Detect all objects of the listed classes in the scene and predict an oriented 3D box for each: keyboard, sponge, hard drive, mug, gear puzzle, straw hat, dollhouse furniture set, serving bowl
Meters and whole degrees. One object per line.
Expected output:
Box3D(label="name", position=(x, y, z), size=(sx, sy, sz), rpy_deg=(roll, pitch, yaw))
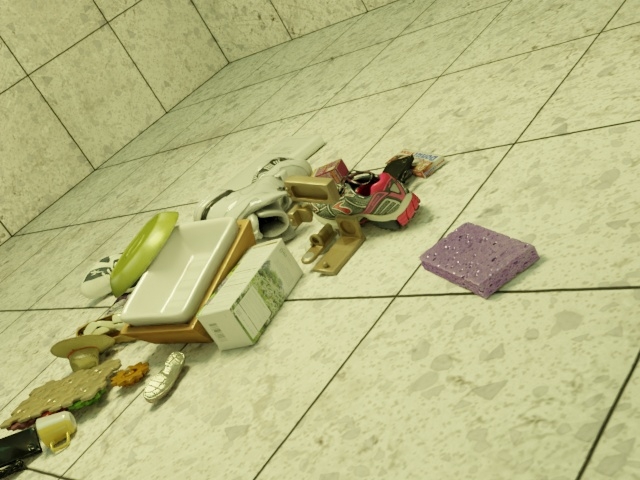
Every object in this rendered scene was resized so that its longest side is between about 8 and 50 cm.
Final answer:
Box3D(label="keyboard", position=(0.155, -0.120, 1.903), size=(0.108, 0.023, 0.180), rpy_deg=(-14, 37, 49))
Box3D(label="sponge", position=(0.263, 0.029, 1.463), size=(0.117, 0.031, 0.210), rpy_deg=(-36, 22, -11))
Box3D(label="hard drive", position=(-0.153, -0.204, 2.486), size=(0.307, 0.040, 0.203), rpy_deg=(-41, 24, -23))
Box3D(label="mug", position=(-0.521, 0.379, 1.721), size=(0.064, 0.078, 0.062), rpy_deg=(-24, -11, -5))
Box3D(label="gear puzzle", position=(-0.500, 0.321, 1.825), size=(0.339, 0.044, 0.175), rpy_deg=(-21, 16, 17))
Box3D(label="straw hat", position=(-0.533, 0.266, 1.942), size=(0.145, 0.144, 0.061), rpy_deg=(-24, 63, 19))
Box3D(label="dollhouse furniture set", position=(-0.017, -0.033, 1.758), size=(0.144, 0.151, 0.123), rpy_deg=(8, 43, 38))
Box3D(label="keyboard", position=(-0.651, 0.447, 1.715), size=(0.192, 0.038, 0.100), rpy_deg=(-20, 40, -17))
Box3D(label="serving bowl", position=(0.000, 0.000, 1.870), size=(0.083, 0.027, 0.083), rpy_deg=(-26, 22, 11))

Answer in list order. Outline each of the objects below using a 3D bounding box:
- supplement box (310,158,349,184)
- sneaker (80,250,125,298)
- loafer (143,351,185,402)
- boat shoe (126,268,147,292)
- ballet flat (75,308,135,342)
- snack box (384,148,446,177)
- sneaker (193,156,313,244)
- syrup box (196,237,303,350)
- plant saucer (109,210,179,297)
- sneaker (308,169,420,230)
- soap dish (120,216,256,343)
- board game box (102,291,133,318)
Box3D(label="supplement box", position=(0.022, -0.165, 2.170), size=(0.083, 0.043, 0.055), rpy_deg=(-20, 24, 29))
Box3D(label="sneaker", position=(-0.527, 0.085, 2.284), size=(0.235, 0.094, 0.153), rpy_deg=(-26, 12, -13))
Box3D(label="loafer", position=(-0.299, 0.273, 1.678), size=(0.045, 0.039, 0.125), rpy_deg=(17, 46, 18))
Box3D(label="boat shoe", position=(-0.416, 0.052, 2.114), size=(0.255, 0.079, 0.095), rpy_deg=(-24, 28, 22))
Box3D(label="ballet flat", position=(-0.471, 0.199, 1.987), size=(0.232, 0.073, 0.080), rpy_deg=(-24, 59, 27))
Box3D(label="snack box", position=(0.215, -0.178, 1.976), size=(0.064, 0.022, 0.178), rpy_deg=(-38, 23, -13))
Box3D(label="sneaker", position=(-0.109, -0.090, 2.075), size=(0.210, 0.137, 0.366), rpy_deg=(16, 36, 43))
Box3D(label="syrup box", position=(-0.138, 0.106, 1.736), size=(0.096, 0.093, 0.237), rpy_deg=(-15, 27, 36))
Box3D(label="plant saucer", position=(-0.409, 0.022, 1.961), size=(0.241, 0.037, 0.241), rpy_deg=(-47, 17, 19))
Box3D(label="sneaker", position=(0.077, -0.099, 1.818), size=(0.299, 0.112, 0.120), rpy_deg=(-1, 53, 50))
Box3D(label="soap dish", position=(-0.273, 0.091, 1.833), size=(0.229, 0.118, 0.290), rpy_deg=(-8, 45, 39))
Box3D(label="board game box", position=(-0.355, 0.109, 2.079), size=(0.347, 0.056, 0.208), rpy_deg=(-21, 20, 25))
